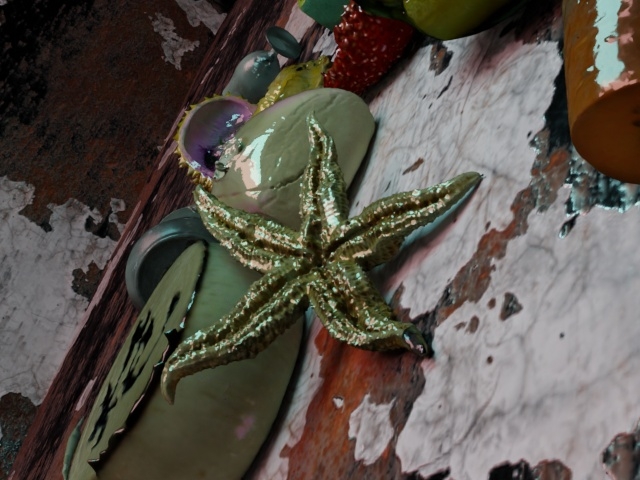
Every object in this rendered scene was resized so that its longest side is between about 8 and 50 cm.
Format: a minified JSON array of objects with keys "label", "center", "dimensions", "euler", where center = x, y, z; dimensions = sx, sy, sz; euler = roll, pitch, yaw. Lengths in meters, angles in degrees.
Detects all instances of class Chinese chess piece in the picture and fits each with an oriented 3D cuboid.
[{"label":"Chinese chess piece","center":[-0.164,0.168,0.963],"dimensions":[0.349,0.146,0.349],"euler":[-52,18,24]}]

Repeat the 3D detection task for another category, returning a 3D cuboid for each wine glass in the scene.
[{"label":"wine glass","center":[-0.133,-0.363,1.774],"dimensions":[0.202,0.093,0.093],"euler":[-44,24,40]}]

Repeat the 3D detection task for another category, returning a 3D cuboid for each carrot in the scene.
[{"label":"carrot","center":[0.222,-0.188,0.516],"dimensions":[0.139,0.139,0.302],"euler":[-33,34,54]}]

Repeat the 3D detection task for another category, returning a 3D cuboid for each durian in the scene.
[{"label":"durian","center":[-0.211,-0.181,1.627],"dimensions":[0.154,0.186,0.260],"euler":[-33,19,43]}]

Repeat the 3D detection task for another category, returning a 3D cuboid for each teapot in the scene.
[{"label":"teapot","center":[-0.203,0.049,1.268],"dimensions":[0.225,0.171,0.203],"euler":[-113,24,-76]}]

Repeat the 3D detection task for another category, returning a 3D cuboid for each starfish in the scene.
[{"label":"starfish","center":[0.002,0.000,0.806],"dimensions":[0.347,0.078,0.358],"euler":[-13,45,31]}]

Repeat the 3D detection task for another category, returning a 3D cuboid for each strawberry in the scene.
[{"label":"strawberry","center":[0.082,-0.268,1.113],"dimensions":[0.167,0.087,0.208],"euler":[-48,-16,-30]}]

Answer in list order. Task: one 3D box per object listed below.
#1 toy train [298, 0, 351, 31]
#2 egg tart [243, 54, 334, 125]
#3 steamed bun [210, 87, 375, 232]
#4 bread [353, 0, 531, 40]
[{"label":"toy train","center":[0.099,-0.543,1.369],"dimensions":[0.369,0.150,0.237],"euler":[-50,29,29]},{"label":"egg tart","center":[-0.065,-0.190,1.334],"dimensions":[0.279,0.095,0.279],"euler":[-51,22,29]},{"label":"steamed bun","center":[-0.047,-0.099,1.036],"dimensions":[0.170,0.152,0.239],"euler":[-22,36,57]},{"label":"bread","center":[0.169,-0.366,0.763],"dimensions":[0.208,0.251,0.376],"euler":[-53,9,-35]}]
